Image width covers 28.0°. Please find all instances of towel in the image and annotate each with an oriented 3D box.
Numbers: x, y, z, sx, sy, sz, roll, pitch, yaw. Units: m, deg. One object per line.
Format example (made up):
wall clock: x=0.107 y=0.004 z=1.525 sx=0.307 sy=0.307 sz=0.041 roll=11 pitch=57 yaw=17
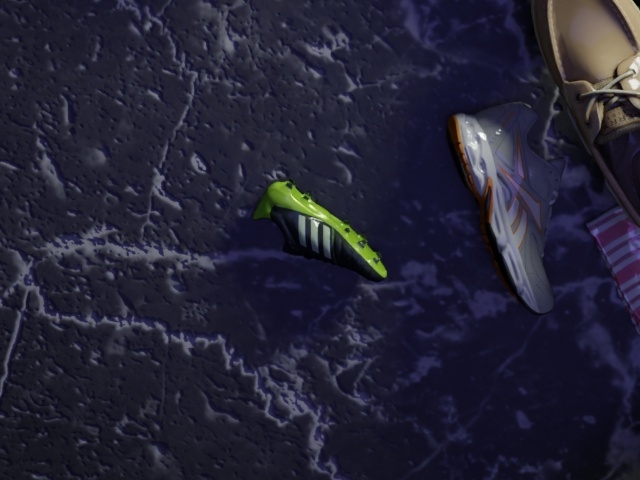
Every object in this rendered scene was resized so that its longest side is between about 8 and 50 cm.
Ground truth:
towel: x=0.428 y=0.033 z=1.561 sx=0.144 sy=0.029 sz=0.197 roll=-27 pitch=96 yaw=3

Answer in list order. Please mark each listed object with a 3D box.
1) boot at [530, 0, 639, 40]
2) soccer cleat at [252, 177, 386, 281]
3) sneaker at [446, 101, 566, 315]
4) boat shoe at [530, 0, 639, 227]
boot: x=0.384 y=-0.262 z=1.497 sx=0.236 sy=0.085 sz=0.178 roll=-40 pitch=98 yaw=7
soccer cleat: x=0.000 y=0.000 z=1.553 sx=0.179 sy=0.060 sz=0.072 roll=38 pitch=106 yaw=3
sneaker: x=0.246 y=-0.041 z=1.523 sx=0.121 sy=0.099 sz=0.262 roll=-20 pitch=98 yaw=-1
boat shoe: x=0.341 y=-0.155 z=1.443 sx=0.122 sy=0.110 sz=0.341 roll=-26 pitch=107 yaw=16
